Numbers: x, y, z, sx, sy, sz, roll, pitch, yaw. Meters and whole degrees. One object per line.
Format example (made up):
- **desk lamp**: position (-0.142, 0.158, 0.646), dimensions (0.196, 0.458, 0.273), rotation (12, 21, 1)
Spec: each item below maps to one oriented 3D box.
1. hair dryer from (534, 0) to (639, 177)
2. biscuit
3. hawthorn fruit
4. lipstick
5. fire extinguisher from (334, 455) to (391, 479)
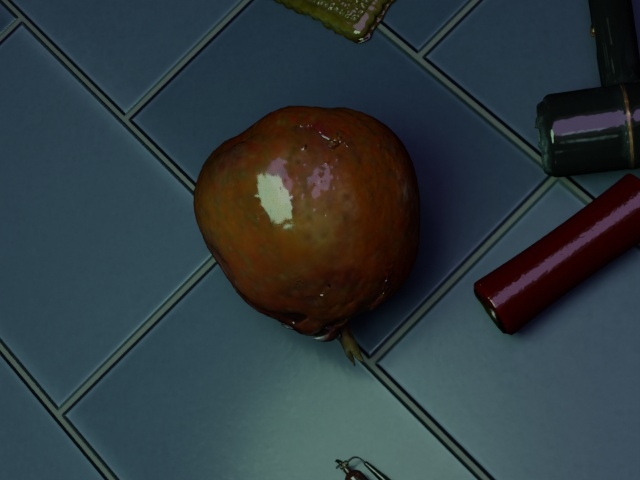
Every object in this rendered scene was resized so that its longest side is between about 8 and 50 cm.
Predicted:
- **hair dryer**: position (0.350, -0.246, 1.500), dimensions (0.189, 0.107, 0.352), rotation (-7, 63, 10)
- **biscuit**: position (0.002, -0.392, 1.662), dimensions (0.254, 0.029, 0.172), rotation (29, 81, 20)
- **hawthorn fruit**: position (0.000, 0.000, 1.423), dimensions (0.276, 0.276, 0.307), rotation (-20, 83, 7)
- **lipstick**: position (0.296, 0.016, 1.425), dimensions (0.241, 0.080, 0.080), rotation (-35, 67, 1)
- **fire extinguisher**: position (0.059, 0.288, 1.421), dimensions (0.046, 0.032, 0.100), rotation (-44, 73, 9)
